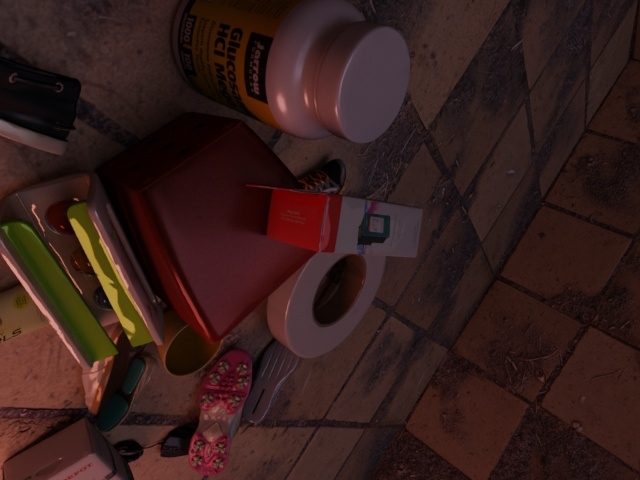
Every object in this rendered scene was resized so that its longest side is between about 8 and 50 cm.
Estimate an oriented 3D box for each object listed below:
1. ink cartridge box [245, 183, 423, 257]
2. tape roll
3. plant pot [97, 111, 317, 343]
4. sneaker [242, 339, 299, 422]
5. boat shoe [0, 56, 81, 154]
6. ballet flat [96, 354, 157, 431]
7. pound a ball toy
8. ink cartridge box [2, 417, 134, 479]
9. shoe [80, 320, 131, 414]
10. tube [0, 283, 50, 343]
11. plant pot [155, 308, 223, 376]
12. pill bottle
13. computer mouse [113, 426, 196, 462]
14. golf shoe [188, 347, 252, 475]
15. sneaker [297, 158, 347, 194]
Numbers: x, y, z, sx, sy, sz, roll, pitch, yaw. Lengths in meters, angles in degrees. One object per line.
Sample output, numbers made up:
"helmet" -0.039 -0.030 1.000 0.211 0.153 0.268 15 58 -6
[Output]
"ink cartridge box" 0.018 -0.028 0.650 0.230 0.134 0.078 5 96 -37
"tape roll" 0.029 0.115 1.169 0.392 0.072 0.392 -32 136 -37
"plant pot" -0.185 -0.053 0.728 0.267 0.267 0.236 -42 129 -24
"sneaker" -0.134 0.366 1.248 0.258 0.094 0.091 -58 178 -12
"boat shoe" -0.391 -0.200 0.452 0.113 0.127 0.340 -61 147 1
"ballet flat" -0.379 0.307 0.911 0.168 0.057 0.052 -58 155 -2
"pound a ball toy" -0.378 0.038 0.653 0.208 0.136 0.319 -18 128 -11
"ink cartridge box" -0.464 0.452 0.862 0.153 0.087 0.209 -27 136 -21
"shoe" -0.393 0.221 0.835 0.076 0.058 0.219 -54 168 -72
"tube" -0.486 0.125 0.630 0.070 0.062 0.240 -38 175 36
"plant pot" -0.275 0.188 0.913 0.134 0.095 0.134 -31 136 -35
"pill bottle" -0.048 -0.257 0.653 0.187 0.333 0.188 -31 136 -35
"computer mouse" -0.372 0.482 1.061 0.242 0.041 0.071 19 100 -54
"golf shoe" -0.242 0.407 1.132 0.140 0.115 0.307 156 -47 -89
"sneaker" -0.022 -0.109 1.023 0.215 0.084 0.083 -49 140 -13
